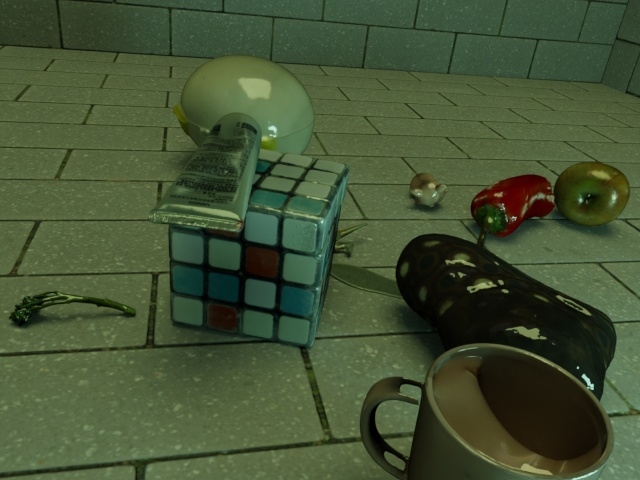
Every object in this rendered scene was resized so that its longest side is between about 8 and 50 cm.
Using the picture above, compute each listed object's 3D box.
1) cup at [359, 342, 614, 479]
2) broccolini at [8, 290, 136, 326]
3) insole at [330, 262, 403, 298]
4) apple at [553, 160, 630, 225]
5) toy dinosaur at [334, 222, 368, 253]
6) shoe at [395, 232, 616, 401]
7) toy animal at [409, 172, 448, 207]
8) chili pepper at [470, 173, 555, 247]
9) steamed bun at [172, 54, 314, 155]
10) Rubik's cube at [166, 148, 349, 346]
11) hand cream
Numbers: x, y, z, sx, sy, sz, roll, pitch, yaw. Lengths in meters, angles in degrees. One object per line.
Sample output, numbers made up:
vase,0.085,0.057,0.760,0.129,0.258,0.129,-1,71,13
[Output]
cup,0.165,0.248,0.640,0.252,0.201,0.191,14,29,11
broccolini,-0.408,0.108,0.927,0.194,0.052,0.054,1,33,-12
insole,0.120,0.086,1.132,0.231,0.003,0.080,16,30,17
apple,0.711,-0.125,1.477,0.182,0.183,0.155,21,24,24
toy dinosaur,-0.001,0.001,1.232,0.142,0.057,0.212,3,10,35
shoe,0.263,0.136,0.899,0.384,0.171,0.237,30,31,23
toy animal,0.280,-0.138,1.499,0.089,0.083,0.150,45,9,-20
chili pepper,0.443,-0.081,1.380,0.338,0.131,0.134,-22,30,-38
steamed bun,-0.200,-0.345,1.536,0.373,0.334,0.334,22,32,25
Rubik's cube,-0.103,-0.003,0.987,0.256,0.254,0.259,10,30,5
hand cream,-0.149,-0.111,0.860,0.124,0.078,0.341,8,36,0
